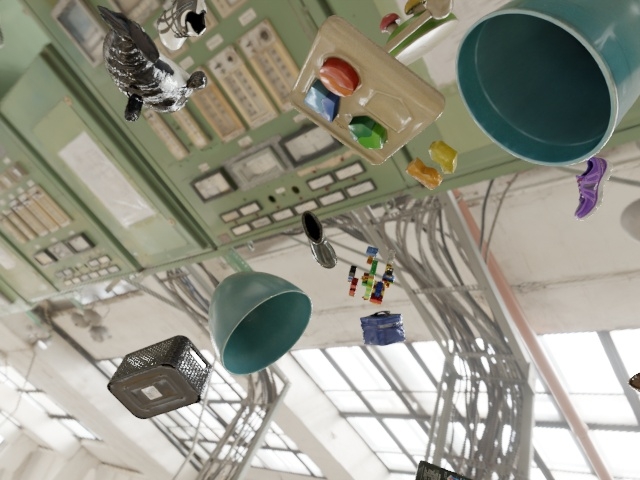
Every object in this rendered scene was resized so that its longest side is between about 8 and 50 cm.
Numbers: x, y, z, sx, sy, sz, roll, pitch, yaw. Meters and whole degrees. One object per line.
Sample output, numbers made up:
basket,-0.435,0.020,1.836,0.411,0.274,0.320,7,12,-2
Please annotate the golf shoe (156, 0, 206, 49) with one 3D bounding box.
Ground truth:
golf shoe,-0.307,-0.479,1.058,0.077,0.094,0.198,-24,172,-34

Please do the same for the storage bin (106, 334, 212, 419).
storage bin,-0.336,0.290,1.000,0.180,0.122,0.084,-23,-154,18

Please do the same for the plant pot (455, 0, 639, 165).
plant pot,0.408,-0.304,0.764,0.255,0.272,0.271,-42,-156,-15

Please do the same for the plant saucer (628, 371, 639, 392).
plant saucer,0.816,0.319,1.078,0.198,0.036,0.198,-21,173,-3

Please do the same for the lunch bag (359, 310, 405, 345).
lunch bag,0.128,0.178,0.979,0.067,0.065,0.098,-7,175,-30

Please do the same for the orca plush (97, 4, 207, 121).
orca plush,-0.244,-0.216,0.681,0.287,0.151,0.102,-163,-93,-69

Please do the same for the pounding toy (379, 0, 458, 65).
pounding toy,0.192,-0.470,1.027,0.182,0.110,0.237,-30,-179,16

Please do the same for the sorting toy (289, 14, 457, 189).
sorting toy,0.097,-0.191,0.767,0.041,0.307,0.229,-58,-172,-20

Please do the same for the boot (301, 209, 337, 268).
boot,-0.001,0.002,1.417,0.076,0.190,0.208,-32,180,-8

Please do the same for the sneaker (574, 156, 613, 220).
sneaker,0.685,-0.135,1.224,0.068,0.071,0.170,147,-39,-87

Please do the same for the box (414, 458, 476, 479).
box,0.202,0.413,0.650,0.175,0.051,0.220,15,-167,16

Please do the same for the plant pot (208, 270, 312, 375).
plant pot,-0.194,0.198,1.318,0.290,0.290,0.195,-40,-126,-12

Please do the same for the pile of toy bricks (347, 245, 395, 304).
pile of toy bricks,0.134,0.112,1.274,0.118,0.105,0.212,14,-144,9
